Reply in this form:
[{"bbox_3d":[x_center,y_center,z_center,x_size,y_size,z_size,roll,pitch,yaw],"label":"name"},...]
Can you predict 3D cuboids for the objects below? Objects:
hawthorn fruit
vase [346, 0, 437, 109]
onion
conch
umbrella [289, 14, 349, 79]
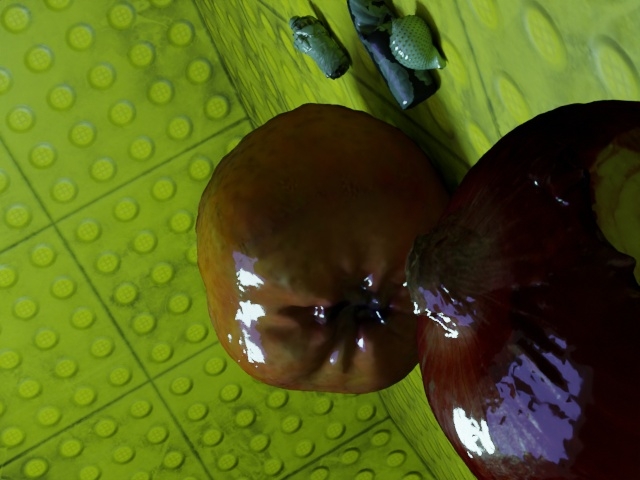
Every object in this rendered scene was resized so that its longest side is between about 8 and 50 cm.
[{"bbox_3d":[0.000,0.000,1.833,0.472,0.471,0.472,59,173,12],"label":"hawthorn fruit"},{"bbox_3d":[0.082,-0.279,1.577,0.211,0.060,0.060,59,173,5],"label":"vase"},{"bbox_3d":[0.223,0.068,0.915,0.341,0.341,0.341,59,173,12],"label":"onion"},{"bbox_3d":[0.119,-0.247,1.486,0.085,0.056,0.076,63,-175,-12],"label":"conch"},{"bbox_3d":[-0.005,-0.333,1.978,0.143,0.062,0.067,47,133,23],"label":"umbrella"}]
